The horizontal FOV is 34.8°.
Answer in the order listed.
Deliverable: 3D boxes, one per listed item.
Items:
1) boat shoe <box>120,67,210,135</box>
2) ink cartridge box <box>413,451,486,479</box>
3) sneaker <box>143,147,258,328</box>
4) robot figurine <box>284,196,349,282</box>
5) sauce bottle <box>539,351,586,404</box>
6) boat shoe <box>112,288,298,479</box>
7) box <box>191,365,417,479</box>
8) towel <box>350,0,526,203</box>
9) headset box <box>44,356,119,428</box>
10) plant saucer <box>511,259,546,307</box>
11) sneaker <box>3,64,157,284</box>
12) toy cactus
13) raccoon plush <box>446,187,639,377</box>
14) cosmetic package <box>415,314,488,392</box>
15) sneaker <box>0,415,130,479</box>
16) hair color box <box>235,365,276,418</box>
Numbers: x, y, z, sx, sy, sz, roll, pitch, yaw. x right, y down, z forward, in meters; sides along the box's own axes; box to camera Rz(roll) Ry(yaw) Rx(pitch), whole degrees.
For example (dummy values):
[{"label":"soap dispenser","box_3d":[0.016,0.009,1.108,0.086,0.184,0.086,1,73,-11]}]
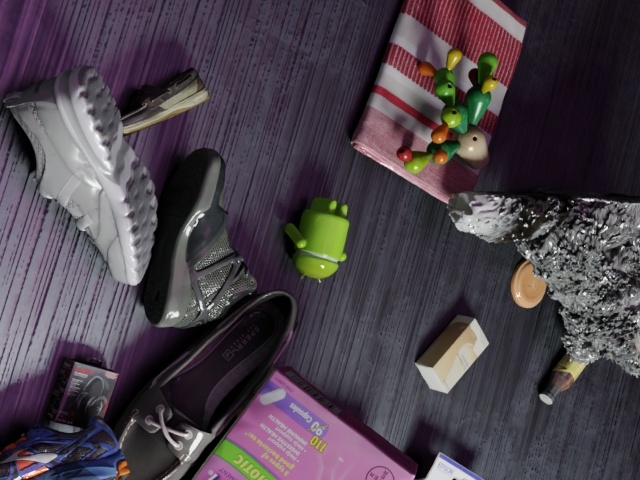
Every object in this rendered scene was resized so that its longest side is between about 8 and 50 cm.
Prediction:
[{"label":"boat shoe","box_3d":[-0.205,-0.166,1.239,0.152,0.056,0.049,-32,104,-37]},{"label":"ink cartridge box","box_3d":[0.143,0.497,1.571,0.165,0.065,0.332,38,74,-34]},{"label":"sneaker","box_3d":[-0.138,0.001,1.287,0.130,0.087,0.227,8,93,-40]},{"label":"robot figurine","box_3d":[0.000,0.000,1.402,0.101,0.067,0.115,18,84,-50]},{"label":"sauce bottle","box_3d":[0.426,0.230,1.773,0.128,0.042,0.042,-46,120,-27]},{"label":"boat shoe","box_3d":[-0.147,0.181,1.266,0.112,0.095,0.335,40,63,5]},{"label":"box","box_3d":[-0.036,0.316,1.272,0.213,0.117,0.243,37,90,9]},{"label":"towel","box_3d":[0.184,-0.240,1.541,0.237,0.037,0.329,28,76,-34]},{"label":"headset box","box_3d":[-0.285,0.181,1.224,0.062,0.032,0.083,24,82,-37]},{"label":"plant saucer","box_3d":[0.353,0.072,1.718,0.083,0.013,0.083,-4,97,-37]},{"label":"sneaker","box_3d":[-0.270,-0.070,1.181,0.105,0.115,0.281,-76,157,-55]},{"label":"toy cactus","box_3d":[0.192,-0.167,1.483,0.219,0.112,0.180,-61,141,-20]},{"label":"raccoon plush","box_3d":[0.368,0.071,1.636,0.446,0.216,0.299,2,98,-20]},{"label":"cosmetic package","box_3d":[0.207,0.177,1.598,0.115,0.041,0.060,-46,121,-25]},{"label":"sneaker","box_3d":[-0.334,0.256,1.163,0.221,0.083,0.087,-6,68,-22]},{"label":"hair color box","box_3d":[-0.075,0.226,1.385,0.072,0.043,0.141,-41,118,-26]}]
